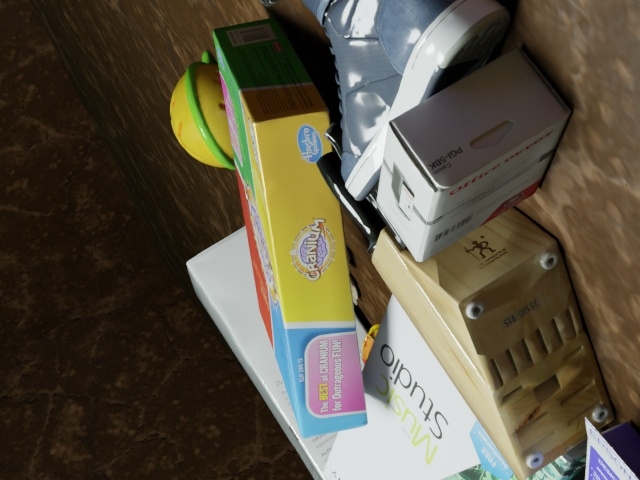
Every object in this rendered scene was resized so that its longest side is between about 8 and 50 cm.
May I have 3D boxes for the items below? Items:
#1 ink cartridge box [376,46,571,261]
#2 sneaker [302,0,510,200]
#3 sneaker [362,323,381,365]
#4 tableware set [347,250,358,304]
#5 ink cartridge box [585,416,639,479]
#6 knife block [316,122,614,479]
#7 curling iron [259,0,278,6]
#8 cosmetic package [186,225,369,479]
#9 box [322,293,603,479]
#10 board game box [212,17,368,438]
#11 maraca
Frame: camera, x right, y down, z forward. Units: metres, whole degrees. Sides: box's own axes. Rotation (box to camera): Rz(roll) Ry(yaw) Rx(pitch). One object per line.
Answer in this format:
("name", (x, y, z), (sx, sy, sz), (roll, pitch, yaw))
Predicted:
("ink cartridge box", (0.092, -0.051, 0.888), (0.056, 0.099, 0.135), (56, 169, 16))
("sneaker", (0.024, -0.135, 0.920), (0.163, 0.086, 0.226), (47, 151, 12))
("sneaker", (0.074, 0.128, 1.609), (0.175, 0.064, 0.067), (143, 105, -77))
("tableware set", (0.000, 0.000, 1.690), (0.141, 0.020, 0.168), (53, 168, 25))
("ink cartridge box", (0.271, 0.237, 1.036), (0.206, 0.045, 0.208), (52, 169, 31))
("knife block", (0.100, 0.020, 1.097), (0.242, 0.088, 0.275), (45, 164, 54))
("curling iron", (-0.062, -0.282, 1.122), (0.068, 0.035, 0.274), (48, 167, 28))
("cosmetic package", (-0.008, 0.167, 1.836), (0.385, 0.156, 0.217), (55, 171, 14))
("box", (0.116, 0.197, 1.272), (0.232, 0.058, 0.322), (52, 144, 31))
("board game box", (-0.028, -0.016, 1.298), (0.242, 0.064, 0.316), (-115, 15, -61))
("maraca", (-0.115, -0.149, 1.603), (0.185, 0.099, 0.127), (-82, -31, -64))
